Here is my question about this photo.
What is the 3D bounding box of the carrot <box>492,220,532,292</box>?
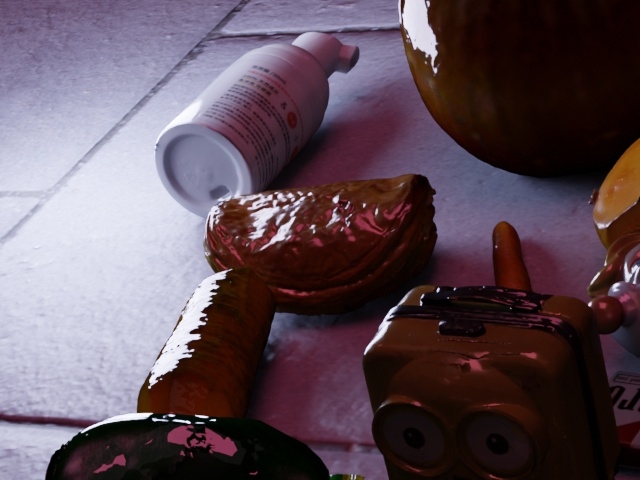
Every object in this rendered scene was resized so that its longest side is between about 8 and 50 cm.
[{"bbox_3d":[0.206,0.038,1.981,0.043,0.043,0.248,-11,26,7],"label":"carrot"}]

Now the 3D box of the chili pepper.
[{"bbox_3d":[-0.100,0.273,1.505,0.256,0.248,0.233,-2,56,15],"label":"chili pepper"}]

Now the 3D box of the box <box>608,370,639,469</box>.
[{"bbox_3d":[0.331,0.172,1.672,0.177,0.036,0.115,6,33,34],"label":"box"}]

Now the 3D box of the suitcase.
[{"bbox_3d":[0.147,0.158,1.574,0.193,0.235,0.143,3,32,30],"label":"suitcase"}]

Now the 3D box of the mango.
[{"bbox_3d":[0.402,-0.059,1.967,0.187,0.138,0.257,-19,18,34],"label":"mango"}]

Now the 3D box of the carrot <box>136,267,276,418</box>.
[{"bbox_3d":[-0.118,0.134,1.885,0.114,0.114,0.302,-8,26,13],"label":"carrot"}]

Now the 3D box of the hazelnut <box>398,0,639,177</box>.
[{"bbox_3d":[0.315,-0.277,2.189,0.429,0.402,0.402,-11,27,19],"label":"hazelnut"}]

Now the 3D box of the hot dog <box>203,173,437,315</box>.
[{"bbox_3d":[0.000,0.000,2.070,0.272,0.122,0.196,-10,26,19],"label":"hot dog"}]

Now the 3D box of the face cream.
[{"bbox_3d":[-0.069,-0.178,2.408,0.145,0.145,0.370,1,31,28],"label":"face cream"}]

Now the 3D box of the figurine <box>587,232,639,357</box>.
[{"bbox_3d":[0.370,0.073,1.723,0.193,0.133,0.274,-28,27,-30],"label":"figurine"}]

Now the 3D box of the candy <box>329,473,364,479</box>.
[{"bbox_3d":[-0.051,0.256,1.711,0.178,0.032,0.102,-8,28,14],"label":"candy"}]
